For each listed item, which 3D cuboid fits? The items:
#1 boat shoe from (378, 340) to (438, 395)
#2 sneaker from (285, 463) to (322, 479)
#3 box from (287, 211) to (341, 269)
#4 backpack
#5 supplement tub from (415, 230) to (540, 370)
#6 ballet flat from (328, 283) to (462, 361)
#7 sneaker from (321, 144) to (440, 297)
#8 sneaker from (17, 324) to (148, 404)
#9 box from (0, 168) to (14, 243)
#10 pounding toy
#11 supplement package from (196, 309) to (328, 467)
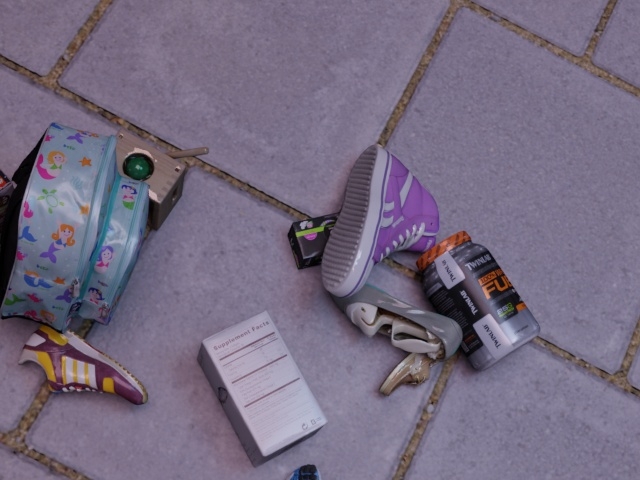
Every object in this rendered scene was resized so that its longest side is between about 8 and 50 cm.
[{"bbox_3d":[0.144,0.187,1.534,0.135,0.050,0.045,-39,76,-21],"label":"boat shoe"},{"bbox_3d":[-0.015,0.403,1.425,0.083,0.071,0.191,35,47,-39],"label":"sneaker"},{"bbox_3d":[0.000,0.000,1.575,0.083,0.052,0.062,-13,73,-16],"label":"box"},{"bbox_3d":[-0.329,-0.021,1.387,0.191,0.254,0.225,11,45,-7],"label":"backpack"},{"bbox_3d":[0.230,0.088,1.551,0.117,0.117,0.190,-29,78,-19],"label":"supplement tub"},{"bbox_3d":[0.100,0.117,1.513,0.213,0.072,0.068,19,47,16],"label":"ballet flat"},{"bbox_3d":[0.105,-0.004,1.536,0.161,0.102,0.282,37,48,-20],"label":"sneaker"},{"bbox_3d":[-0.327,0.188,1.441,0.185,0.069,0.084,33,76,9],"label":"sneaker"},{"bbox_3d":[-0.516,0.006,1.417,0.233,0.159,0.044,-40,80,-21],"label":"box"},{"bbox_3d":[-0.246,-0.099,1.517,0.130,0.141,0.100,30,67,1],"label":"pounding toy"},{"bbox_3d":[-0.084,0.207,1.454,0.105,0.105,0.179,-26,76,-18],"label":"supplement package"}]
